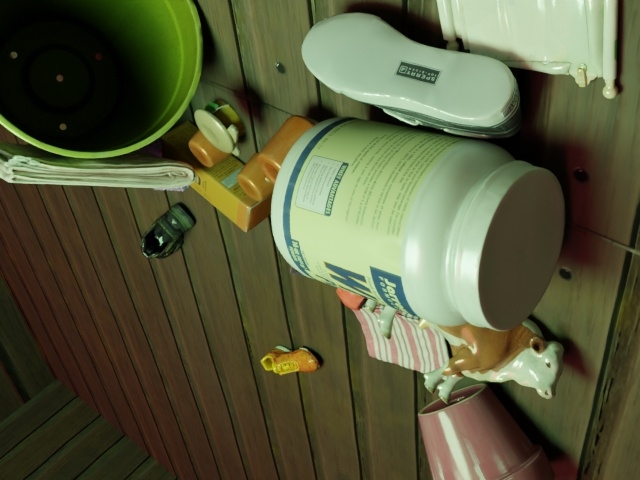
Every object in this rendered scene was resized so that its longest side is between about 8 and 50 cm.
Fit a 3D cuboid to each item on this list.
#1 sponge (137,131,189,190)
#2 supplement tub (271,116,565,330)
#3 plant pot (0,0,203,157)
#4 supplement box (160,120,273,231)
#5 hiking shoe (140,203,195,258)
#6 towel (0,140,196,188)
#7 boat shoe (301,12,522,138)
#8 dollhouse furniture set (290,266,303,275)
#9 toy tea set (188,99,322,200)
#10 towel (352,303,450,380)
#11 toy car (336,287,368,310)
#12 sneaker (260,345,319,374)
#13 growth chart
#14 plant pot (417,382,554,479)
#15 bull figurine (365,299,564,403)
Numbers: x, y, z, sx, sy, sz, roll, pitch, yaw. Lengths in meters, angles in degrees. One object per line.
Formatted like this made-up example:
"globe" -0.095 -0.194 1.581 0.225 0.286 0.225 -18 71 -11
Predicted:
"sponge" -0.347 -0.199 1.607 0.117 0.031 0.210 8 129 47
"supplement tub" 0.121 -0.026 1.018 0.324 0.235 0.235 18 136 41
"plant pot" -0.429 -0.306 1.339 0.367 0.366 0.353 58 158 -14
"supplement box" -0.193 -0.122 1.456 0.233 0.080 0.078 38 146 16
"hiking shoe" -0.365 -0.004 1.753 0.086 0.114 0.227 49 148 2
"towel" -0.432 -0.141 1.408 0.331 0.316 0.053 20 106 54
"boat shoe" 0.112 -0.199 0.980 0.301 0.108 0.102 22 171 29
"dollhouse furniture set" 0.000 0.000 1.406 0.091 0.081 0.114 9 111 -2
"toy tea set" -0.088 -0.155 1.278 0.336 0.124 0.200 34 158 29
"towel" 0.145 0.177 1.396 0.197 0.029 0.144 11 133 45
"toy car" 0.069 0.019 1.288 0.239 0.053 0.225 -14 109 49
"sneaker" -0.064 0.272 1.717 0.175 0.067 0.064 -11 113 53
"growth chart" 0.219 -0.258 0.860 0.237 0.021 0.172 25 140 34
"plant pot" 0.256 0.345 1.299 0.201 0.201 0.180 -34 80 58
"bull figurine" 0.209 0.129 1.159 0.310 0.188 0.101 51 -173 13
